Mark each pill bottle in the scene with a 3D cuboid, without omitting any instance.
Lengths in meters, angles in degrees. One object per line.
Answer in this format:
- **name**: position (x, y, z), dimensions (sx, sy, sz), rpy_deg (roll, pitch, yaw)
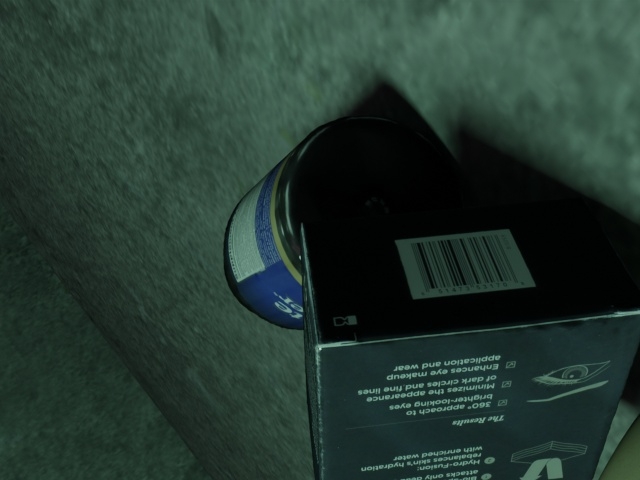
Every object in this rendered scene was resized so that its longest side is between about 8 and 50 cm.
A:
- **pill bottle**: position (0.000, 0.000, 0.590), dimensions (0.123, 0.123, 0.219), rpy_deg (55, 158, -2)

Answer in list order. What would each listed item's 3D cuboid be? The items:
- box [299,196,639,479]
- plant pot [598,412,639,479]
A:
- **box**: position (0.070, 0.069, 0.450), dimensions (0.093, 0.156, 0.158), rpy_deg (-101, 7, -49)
- **plant pot**: position (0.219, 0.225, 0.386), dimensions (0.284, 0.191, 0.284), rpy_deg (44, 156, 25)
